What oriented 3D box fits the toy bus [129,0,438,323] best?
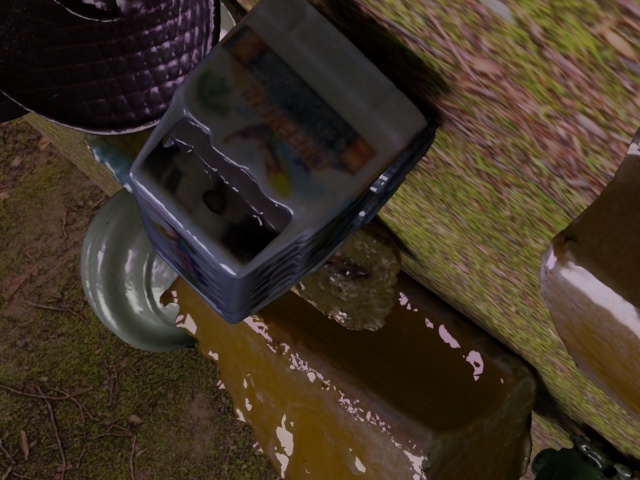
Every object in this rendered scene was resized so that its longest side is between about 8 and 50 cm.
[{"bbox_3d":[-0.026,-0.032,1.016,0.109,0.136,0.329,42,173,3],"label":"toy bus"}]

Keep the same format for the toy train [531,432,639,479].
[{"bbox_3d":[0.256,0.229,1.533,0.125,0.080,0.194,33,-179,-44],"label":"toy train"}]

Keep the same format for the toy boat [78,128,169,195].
[{"bbox_3d":[-0.193,-0.110,1.806,0.111,0.084,0.276,39,178,-20],"label":"toy boat"}]

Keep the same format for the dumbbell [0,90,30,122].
[{"bbox_3d":[-0.267,-0.184,1.375,0.143,0.143,0.325,37,173,31],"label":"dumbbell"}]

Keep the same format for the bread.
[{"bbox_3d":[0.000,0.001,1.415,0.125,0.082,0.106,32,-168,-44],"label":"bread"}]

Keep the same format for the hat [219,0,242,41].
[{"bbox_3d":[-0.105,-0.140,1.118,0.166,0.081,0.122,15,119,42],"label":"hat"}]

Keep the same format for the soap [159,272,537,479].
[{"bbox_3d":[0.013,0.148,1.625,0.339,0.169,0.304,36,143,31],"label":"soap"}]

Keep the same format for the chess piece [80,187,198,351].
[{"bbox_3d":[-0.102,0.045,1.978,0.194,0.194,0.299,44,164,-34],"label":"chess piece"}]

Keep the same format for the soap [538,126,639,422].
[{"bbox_3d":[0.203,0.076,0.659,0.257,0.080,0.160,38,174,24],"label":"soap"}]

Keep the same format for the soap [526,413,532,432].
[{"bbox_3d":[0.149,0.141,1.673,0.089,0.045,0.140,42,173,16],"label":"soap"}]

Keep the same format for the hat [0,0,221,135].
[{"bbox_3d":[-0.117,-0.156,0.993,0.193,0.082,0.193,17,129,23],"label":"hat"}]
